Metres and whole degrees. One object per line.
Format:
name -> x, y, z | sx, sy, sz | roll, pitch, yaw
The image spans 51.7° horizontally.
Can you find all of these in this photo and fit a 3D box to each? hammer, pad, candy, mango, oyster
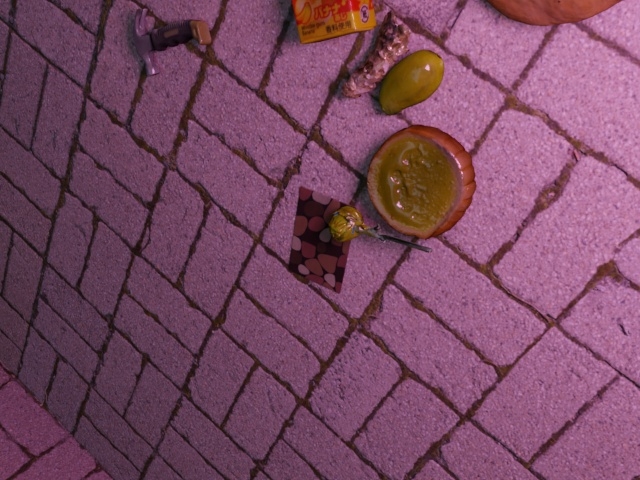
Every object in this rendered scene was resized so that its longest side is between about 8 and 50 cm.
hammer -> -0.364, -0.494, 1.602 | 0.226, 0.041, 0.159 | 0, 110, 34
pad -> 0.000, 0.000, 1.586 | 0.158, 0.003, 0.235 | 23, 121, 24
candy -> 0.125, -0.014, 1.429 | 0.262, 0.073, 0.077 | 19, 115, 37
mango -> 0.173, -0.306, 1.301 | 0.091, 0.074, 0.165 | 50, 128, 3
oyster -> 0.111, -0.359, 1.314 | 0.106, 0.061, 0.200 | 43, 127, 38
candy -> 0.009, -0.542, 1.305 | 0.146, 0.088, 0.276 | 0, 108, 35

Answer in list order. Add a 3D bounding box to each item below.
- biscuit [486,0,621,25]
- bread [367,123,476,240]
biscuit -> 0.318, -0.533, 1.008 | 0.446, 0.104, 0.429 | 49, 153, 1
bread -> 0.205, -0.118, 1.360 | 0.236, 0.070, 0.236 | 12, 115, 28
